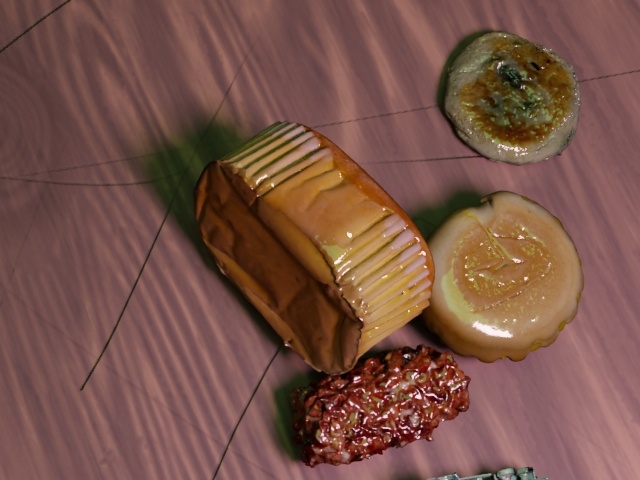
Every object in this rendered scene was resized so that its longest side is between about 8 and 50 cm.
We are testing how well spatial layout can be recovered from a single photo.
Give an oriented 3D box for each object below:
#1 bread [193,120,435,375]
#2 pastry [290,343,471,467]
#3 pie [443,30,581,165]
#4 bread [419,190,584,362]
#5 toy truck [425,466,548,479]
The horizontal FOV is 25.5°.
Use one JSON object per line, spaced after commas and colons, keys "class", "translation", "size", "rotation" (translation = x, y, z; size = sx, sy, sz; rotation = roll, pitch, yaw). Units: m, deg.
{"class": "bread", "translation": [0.000, 0.000, 1.618], "size": [0.156, 0.204, 0.288], "rotation": [-33, 63, -31]}
{"class": "pastry", "translation": [0.067, 0.189, 1.623], "size": [0.208, 0.097, 0.115], "rotation": [-21, 92, -13]}
{"class": "pie", "translation": [0.246, -0.184, 1.808], "size": [0.186, 0.041, 0.187], "rotation": [2, 70, -6]}
{"class": "bread", "translation": [0.211, 0.049, 1.689], "size": [0.213, 0.105, 0.213], "rotation": [4, 70, -10]}
{"class": "toy truck", "translation": [0.179, 0.301, 1.624], "size": [0.175, 0.081, 0.067], "rotation": [-3, 71, -29]}
